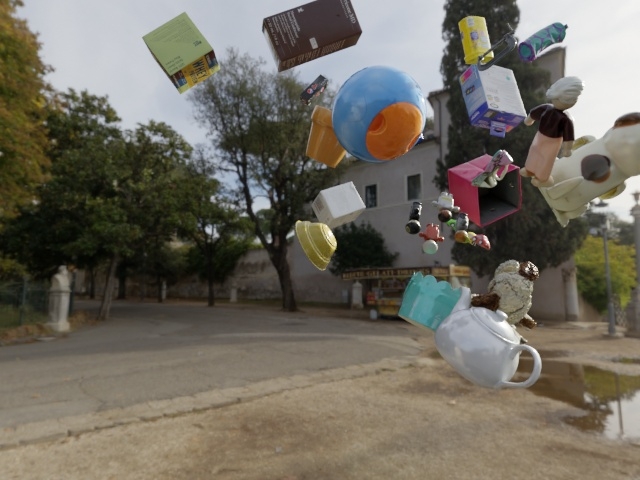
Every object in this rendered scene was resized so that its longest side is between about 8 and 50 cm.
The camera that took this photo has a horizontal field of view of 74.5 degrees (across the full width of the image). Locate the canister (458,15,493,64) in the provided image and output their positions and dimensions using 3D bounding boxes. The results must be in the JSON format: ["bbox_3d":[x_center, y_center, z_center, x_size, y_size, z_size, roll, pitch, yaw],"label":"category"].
[{"bbox_3d":[0.643,-0.830,1.746,0.126,0.170,0.073,-12,1,-30],"label":"canister"}]

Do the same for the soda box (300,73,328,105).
[{"bbox_3d":[-0.032,-0.789,2.210,0.060,0.169,0.053,39,-12,12],"label":"soda box"}]

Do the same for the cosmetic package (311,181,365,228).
[{"bbox_3d":[0.084,-0.163,2.015,0.183,0.152,0.151,-20,-14,-25],"label":"cosmetic package"}]

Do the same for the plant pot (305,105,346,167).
[{"bbox_3d":[0.036,-0.393,1.639,0.205,0.188,0.205,24,12,-5],"label":"plant pot"}]

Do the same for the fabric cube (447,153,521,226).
[{"bbox_3d":[0.865,-0.270,2.231,0.259,0.254,0.258,-23,31,-8],"label":"fabric cube"}]

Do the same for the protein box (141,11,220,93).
[{"bbox_3d":[-0.544,-0.736,1.661,0.199,0.201,0.136,-36,-7,-8],"label":"protein box"}]

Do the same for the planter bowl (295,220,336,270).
[{"bbox_3d":[0.000,0.000,1.627,0.090,0.217,0.217,-28,-17,17],"label":"planter bowl"}]

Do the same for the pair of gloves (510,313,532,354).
[{"bbox_3d":[0.782,0.335,1.735,0.240,0.204,0.042,-45,-2,-39],"label":"pair of gloves"}]

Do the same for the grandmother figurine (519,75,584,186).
[{"bbox_3d":[0.714,-0.341,1.304,0.104,0.208,0.343,-23,-41,-18],"label":"grandmother figurine"}]

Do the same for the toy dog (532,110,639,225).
[{"bbox_3d":[1.002,-0.283,1.530,0.407,0.285,0.395,-32,-21,24],"label":"toy dog"}]

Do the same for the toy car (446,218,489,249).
[{"bbox_3d":[0.728,-0.045,2.106,0.225,0.053,0.239,36,4,-3],"label":"toy car"}]

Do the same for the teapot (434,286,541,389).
[{"bbox_3d":[0.466,0.281,1.193,0.256,0.187,0.252,36,19,11],"label":"teapot"}]

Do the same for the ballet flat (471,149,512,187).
[{"bbox_3d":[0.644,-0.249,1.584,0.076,0.079,0.221,-30,-16,-21],"label":"ballet flat"}]

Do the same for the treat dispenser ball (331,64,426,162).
[{"bbox_3d":[0.178,-0.383,1.292,0.288,0.289,0.288,0,-8,0],"label":"treat dispenser ball"}]

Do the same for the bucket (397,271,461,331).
[{"bbox_3d":[0.447,0.264,1.639,0.281,0.183,0.281,28,-8,4],"label":"bucket"}]

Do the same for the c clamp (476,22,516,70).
[{"bbox_3d":[0.599,-0.650,1.434,0.022,0.137,0.160,33,-58,-33],"label":"c clamp"}]

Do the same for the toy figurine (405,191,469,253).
[{"bbox_3d":[0.460,-0.062,1.651,0.209,0.148,0.213,-17,-51,37],"label":"toy figurine"}]

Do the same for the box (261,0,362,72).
[{"bbox_3d":[-0.036,-0.884,1.789,0.381,0.191,0.143,-24,5,-8],"label":"box"}]

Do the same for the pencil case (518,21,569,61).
[{"bbox_3d":[0.684,-0.611,1.296,0.151,0.070,0.064,-33,-8,-10],"label":"pencil case"}]

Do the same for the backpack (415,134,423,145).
[{"bbox_3d":[0.314,-0.388,1.571,0.101,0.098,0.120,31,-39,-30],"label":"backpack"}]

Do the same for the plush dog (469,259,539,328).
[{"bbox_3d":[0.593,0.180,1.332,0.262,0.211,0.225,-40,-32,-2],"label":"plush dog"}]

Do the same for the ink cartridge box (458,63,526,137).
[{"bbox_3d":[0.939,-0.755,2.288,0.269,0.396,0.151,5,-26,-20],"label":"ink cartridge box"}]
